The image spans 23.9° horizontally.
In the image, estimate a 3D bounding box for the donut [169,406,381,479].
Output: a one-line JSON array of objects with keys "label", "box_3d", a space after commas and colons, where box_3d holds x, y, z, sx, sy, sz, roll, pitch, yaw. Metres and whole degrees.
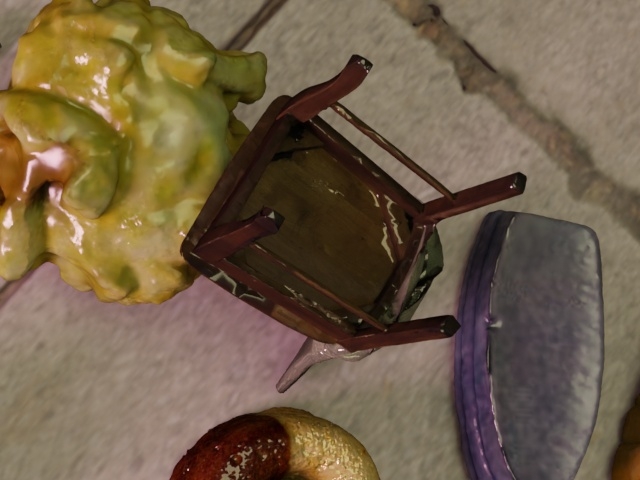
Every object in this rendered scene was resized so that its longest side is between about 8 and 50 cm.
[{"label": "donut", "box_3d": [-0.033, 0.217, 1.237, 0.184, 0.073, 0.166, -1, 78, -21]}]

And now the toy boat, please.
[{"label": "toy boat", "box_3d": [0.184, 0.111, 1.330, 0.127, 0.078, 0.283, 10, 76, -21]}]

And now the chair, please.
[{"label": "chair", "box_3d": [0.000, 0.000, 1.150, 0.186, 0.319, 0.160, 34, 70, -14]}]

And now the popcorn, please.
[{"label": "popcorn", "box_3d": [-0.154, -0.075, 1.187, 0.254, 0.195, 0.256, -22, 106, -16]}]

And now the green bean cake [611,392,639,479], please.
[{"label": "green bean cake", "box_3d": [0.393, 0.205, 1.355, 0.229, 0.131, 0.224, 23, 75, -13]}]
